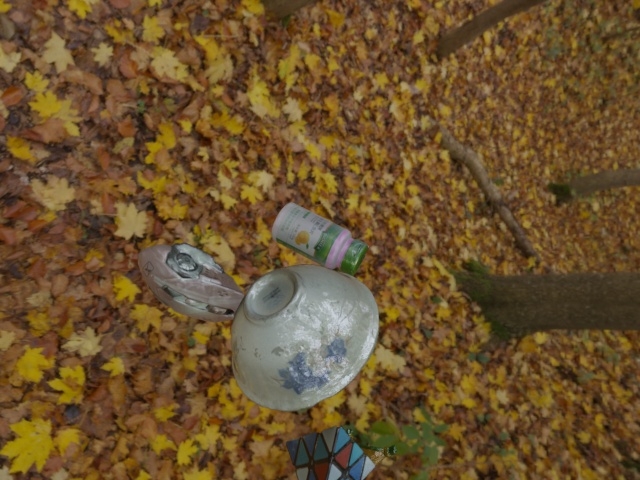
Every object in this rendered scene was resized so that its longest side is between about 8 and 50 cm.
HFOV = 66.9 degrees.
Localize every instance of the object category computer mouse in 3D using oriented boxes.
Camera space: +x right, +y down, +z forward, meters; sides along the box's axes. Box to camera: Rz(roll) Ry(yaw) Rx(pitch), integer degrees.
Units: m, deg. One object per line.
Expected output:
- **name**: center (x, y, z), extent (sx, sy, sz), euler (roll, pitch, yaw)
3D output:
- **computer mouse**: center (-0.351, 0.150, 1.387), extent (0.389, 0.199, 0.115), euler (34, 34, -19)

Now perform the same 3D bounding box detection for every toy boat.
- **toy boat**: center (0.167, 0.739, 1.723), extent (0.089, 0.230, 0.088), euler (48, 60, -36)

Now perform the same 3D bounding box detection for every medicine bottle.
- **medicine bottle**: center (0.000, 0.000, 1.443), extent (0.133, 0.274, 0.133), euler (-58, 166, -23)

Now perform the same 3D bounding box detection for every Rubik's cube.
- **Rubik's cube**: center (0.072, 0.690, 1.414), extent (0.234, 0.284, 0.250), euler (18, 48, -30)

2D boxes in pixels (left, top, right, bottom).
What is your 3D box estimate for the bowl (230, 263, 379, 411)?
- **bowl**: center (-0.059, 0.140, 0.903), extent (0.146, 0.314, 0.313), euler (60, 44, -42)
